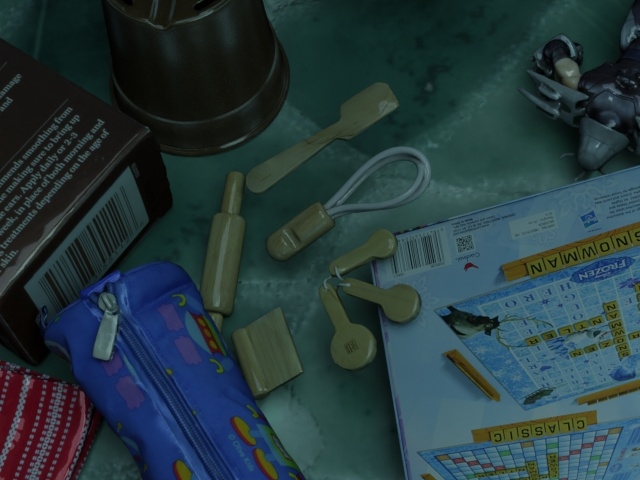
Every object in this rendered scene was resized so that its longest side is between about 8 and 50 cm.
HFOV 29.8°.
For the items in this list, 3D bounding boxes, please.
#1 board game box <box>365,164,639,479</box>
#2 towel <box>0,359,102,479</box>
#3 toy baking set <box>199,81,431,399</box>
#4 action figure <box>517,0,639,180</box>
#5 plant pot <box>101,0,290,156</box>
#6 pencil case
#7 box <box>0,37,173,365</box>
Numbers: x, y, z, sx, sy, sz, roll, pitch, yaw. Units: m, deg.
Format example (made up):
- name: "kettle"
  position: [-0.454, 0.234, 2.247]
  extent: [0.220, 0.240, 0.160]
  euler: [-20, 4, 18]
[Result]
- name: "board game box"
  position: [0.211, 0.109, 0.870]
  extent: [0.318, 0.066, 0.318]
  euler: [-15, 62, 15]
- name: "towel"
  position: [-0.326, 0.168, 0.935]
  extent: [0.275, 0.031, 0.199]
  euler: [15, 65, 10]
- name: "toy baking set"
  position: [-0.006, 0.002, 0.963]
  extent: [0.196, 0.030, 0.256]
  euler: [-4, 70, 24]
- name: "action figure"
  position: [0.289, -0.161, 1.040]
  extent: [0.185, 0.099, 0.285]
  euler: [30, 72, 9]
- name: "plant pot"
  position: [-0.115, -0.186, 1.030]
  extent: [0.167, 0.165, 0.167]
  euler: [-1, 62, 2]
- name: "pencil case"
  position: [-0.089, 0.150, 0.873]
  extent: [0.119, 0.133, 0.306]
  euler: [-33, 67, -3]
- name: "box"
  position: [-0.334, -0.082, 1.005]
  extent: [0.381, 0.143, 0.191]
  euler: [33, 69, 16]
